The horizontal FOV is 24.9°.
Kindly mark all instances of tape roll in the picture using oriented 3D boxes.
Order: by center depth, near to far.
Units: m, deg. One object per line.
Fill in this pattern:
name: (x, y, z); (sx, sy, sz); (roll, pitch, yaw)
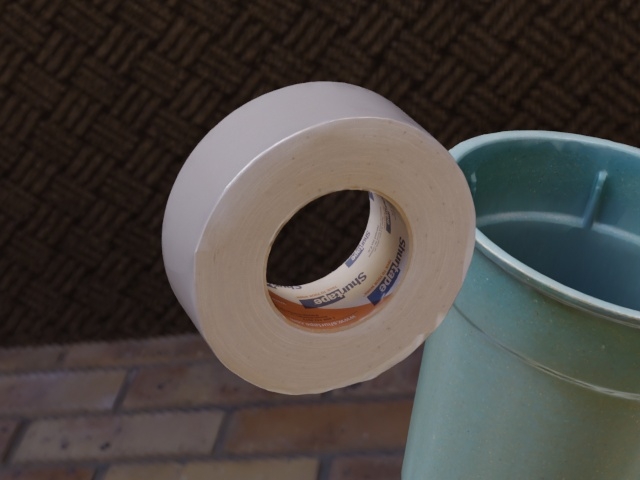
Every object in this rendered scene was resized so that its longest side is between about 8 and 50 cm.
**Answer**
tape roll: (0.000, 0.000, 1.042); (0.219, 0.072, 0.219); (-11, 119, -20)

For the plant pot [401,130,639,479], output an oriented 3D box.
plant pot: (0.235, 0.123, 1.346); (0.341, 0.341, 0.334); (13, 118, 1)
